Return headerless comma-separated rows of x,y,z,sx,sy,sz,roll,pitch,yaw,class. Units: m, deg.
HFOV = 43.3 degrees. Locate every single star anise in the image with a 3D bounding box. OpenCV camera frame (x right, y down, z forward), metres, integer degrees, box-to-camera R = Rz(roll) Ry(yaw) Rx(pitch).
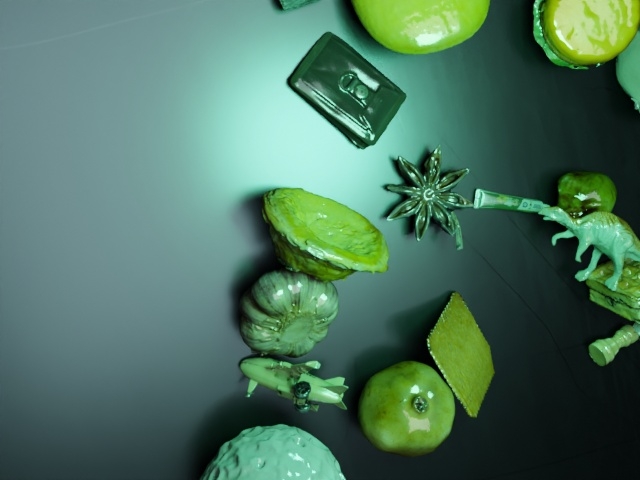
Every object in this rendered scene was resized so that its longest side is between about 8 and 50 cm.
0.260,-0.093,1.887,0.230,0.081,0.262,-34,93,-9,star anise

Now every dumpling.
0.833,-0.434,1.958,0.204,0.163,0.293,-5,87,-10,dumpling

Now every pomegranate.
0.199,0.389,1.867,0.233,0.233,0.233,-2,98,-15,pomegranate

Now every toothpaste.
0.471,-0.091,1.970,0.204,0.031,0.049,6,94,-14,toothpaste

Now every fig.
0.650,-0.101,1.968,0.165,0.144,0.154,-31,67,-17,fig

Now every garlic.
-0.076,0.144,1.791,0.245,0.160,0.245,-15,137,-14,garlic

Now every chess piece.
0.758,0.267,2.079,0.122,0.066,0.066,-28,103,-16,chess piece

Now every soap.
0.198,-0.610,1.772,0.306,0.115,0.427,-16,81,-8,soap

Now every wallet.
0.063,-0.340,1.823,0.245,0.052,0.168,38,83,-14,wallet

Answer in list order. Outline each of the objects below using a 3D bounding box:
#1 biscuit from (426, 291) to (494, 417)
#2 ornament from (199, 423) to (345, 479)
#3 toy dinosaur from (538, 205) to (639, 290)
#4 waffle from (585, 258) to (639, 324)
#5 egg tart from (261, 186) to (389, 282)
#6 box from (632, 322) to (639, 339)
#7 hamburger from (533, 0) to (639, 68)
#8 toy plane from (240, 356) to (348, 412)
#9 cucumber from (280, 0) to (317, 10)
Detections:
0.341,0.270,1.916,0.237,0.013,0.232,59,39,-15,biscuit
-0.096,0.560,1.747,0.337,0.337,0.337,-2,98,-15,ornament
0.700,0.027,1.912,0.393,0.092,0.205,9,121,7,toy dinosaur
0.846,0.089,1.997,0.308,0.213,0.091,-24,112,-12,waffle
0.000,0.000,1.739,0.315,0.315,0.120,20,114,-16,egg tart
0.899,0.246,2.119,0.152,0.048,0.100,39,88,-14,box
0.608,-0.521,1.879,0.246,0.170,0.246,0,99,-2,hamburger
-0.062,0.323,1.822,0.256,0.242,0.104,8,56,6,toy plane
-0.042,-0.540,1.759,0.112,0.064,0.064,-25,103,-10,cucumber
